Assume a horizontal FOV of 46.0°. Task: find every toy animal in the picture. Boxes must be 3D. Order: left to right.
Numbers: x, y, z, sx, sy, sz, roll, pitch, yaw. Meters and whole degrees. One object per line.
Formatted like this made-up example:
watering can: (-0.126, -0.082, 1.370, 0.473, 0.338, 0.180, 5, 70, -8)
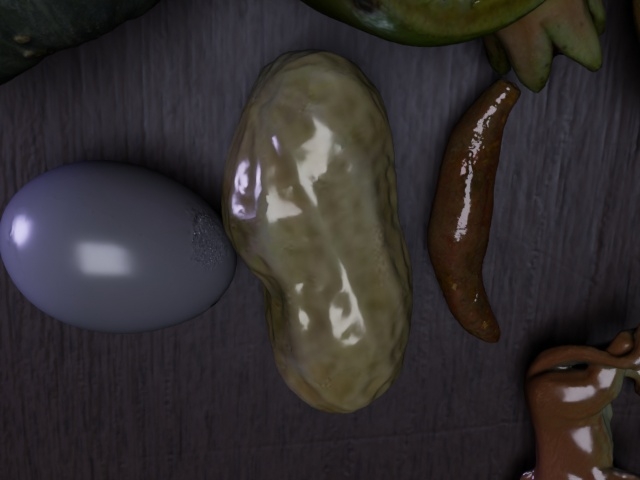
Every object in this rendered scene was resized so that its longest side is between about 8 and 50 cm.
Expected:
toy animal: (0.246, 0.202, 0.721, 0.157, 0.097, 0.313, -3, 104, 9)

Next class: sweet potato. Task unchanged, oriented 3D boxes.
sweet potato: (0.133, -0.016, 0.680, 0.078, 0.058, 0.256, -8, 111, -18)

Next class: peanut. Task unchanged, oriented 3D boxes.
peanut: (0.000, 0.000, 0.639, 0.152, 0.152, 0.313, -9, 107, 4)

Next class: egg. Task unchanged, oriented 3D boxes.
egg: (-0.171, 0.007, 0.645, 0.198, 0.146, 0.147, 15, 106, -10)

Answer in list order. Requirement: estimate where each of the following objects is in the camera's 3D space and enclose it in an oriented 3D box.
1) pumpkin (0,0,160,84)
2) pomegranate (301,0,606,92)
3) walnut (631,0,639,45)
pumpkin: (-0.229, -0.262, 0.510, 0.327, 0.291, 0.257, -34, 132, -2)
pomegranate: (0.087, -0.266, 0.537, 0.310, 0.216, 0.358, -48, 135, -8)
walnut: (0.338, -0.179, 0.559, 0.198, 0.198, 0.245, -9, 98, 4)
